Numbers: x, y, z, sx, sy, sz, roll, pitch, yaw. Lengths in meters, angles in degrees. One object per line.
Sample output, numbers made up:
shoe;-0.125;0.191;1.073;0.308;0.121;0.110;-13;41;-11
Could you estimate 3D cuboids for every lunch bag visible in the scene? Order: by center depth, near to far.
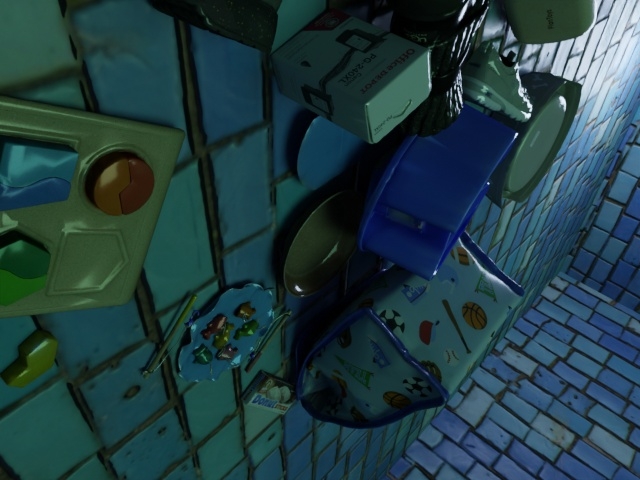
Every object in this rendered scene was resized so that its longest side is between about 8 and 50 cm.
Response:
lunch bag;0.139;0.185;1.071;0.328;0.239;0.385;-34;170;-37

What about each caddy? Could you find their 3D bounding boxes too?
caddy;0.179;-0.099;0.911;0.341;0.179;0.241;-47;160;-43

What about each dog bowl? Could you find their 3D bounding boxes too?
dog bowl;0.492;-0.244;1.327;0.349;0.102;0.348;-37;145;-32

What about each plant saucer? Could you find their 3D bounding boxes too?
plant saucer;0.000;0.000;0.890;0.199;0.036;0.198;-36;145;-32

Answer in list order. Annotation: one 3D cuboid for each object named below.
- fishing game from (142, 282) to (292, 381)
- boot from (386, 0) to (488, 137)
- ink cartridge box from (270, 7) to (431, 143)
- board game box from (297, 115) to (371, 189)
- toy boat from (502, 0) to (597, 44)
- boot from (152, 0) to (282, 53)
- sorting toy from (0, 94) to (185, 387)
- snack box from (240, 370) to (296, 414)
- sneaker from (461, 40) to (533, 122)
fishing game;-0.132;0.147;0.833;0.189;0.041;0.264;-55;152;3
boot;0.176;-0.336;0.720;0.347;0.131;0.260;-59;159;-15
ink cartridge box;0.036;-0.192;0.629;0.109;0.150;0.063;-44;149;-18
board game box;0.020;-0.150;0.776;0.169;0.033;0.133;-35;151;-26
toy boat;0.413;-0.458;0.983;0.231;0.151;0.151;24;69;-61
boot;-0.110;-0.284;0.382;0.338;0.118;0.222;-14;128;-65
sorting toy;-0.254;0.025;0.522;0.229;0.041;0.307;-4;122;-55
snack box;-0.091;0.298;1.063;0.064;0.022;0.178;-52;151;-6
sneaker;0.360;-0.304;1.060;0.281;0.105;0.115;-6;123;-55
